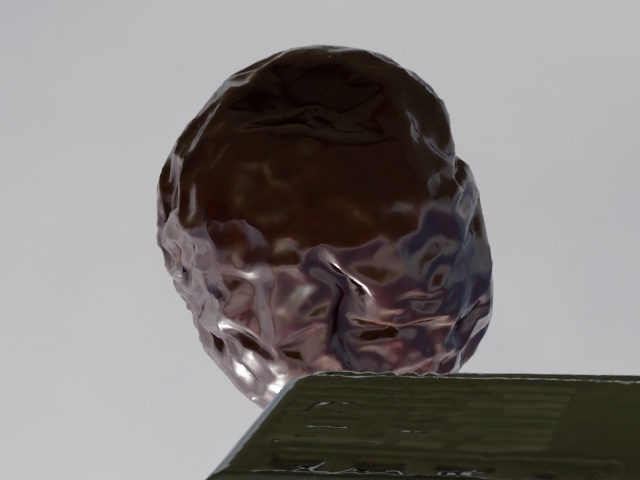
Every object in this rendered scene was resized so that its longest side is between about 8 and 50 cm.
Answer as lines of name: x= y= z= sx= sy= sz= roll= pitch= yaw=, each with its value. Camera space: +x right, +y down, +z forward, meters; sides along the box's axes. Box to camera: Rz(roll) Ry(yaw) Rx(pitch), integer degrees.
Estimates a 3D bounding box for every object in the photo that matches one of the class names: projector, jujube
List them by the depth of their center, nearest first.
projector: x=0.084 y=0.167 z=0.624 sx=0.192 sy=0.257 sz=0.099 roll=0 pitch=-156 yaw=26
jujube: x=0.000 y=0.000 z=1.157 sx=0.213 sy=0.232 sz=0.213 roll=-6 pitch=-137 yaw=6
